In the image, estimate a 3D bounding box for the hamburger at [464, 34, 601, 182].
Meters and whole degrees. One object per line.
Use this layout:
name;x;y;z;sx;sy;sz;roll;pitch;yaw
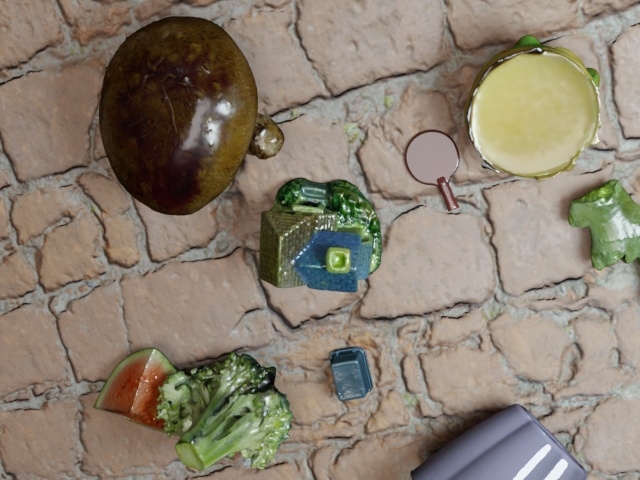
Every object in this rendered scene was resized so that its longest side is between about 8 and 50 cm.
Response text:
hamburger;0.355;-0.225;1.307;0.237;0.149;0.237;5;112;11

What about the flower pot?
flower pot;0.340;0.441;1.431;0.265;0.265;0.243;44;92;-2

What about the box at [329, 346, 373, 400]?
box;0.057;0.264;1.521;0.074;0.054;0.099;-11;101;14

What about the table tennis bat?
table tennis bat;0.213;-0.126;1.422;0.098;0.019;0.155;-23;96;14

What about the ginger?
ginger;0.554;0.017;1.363;0.290;0.089;0.137;37;88;-5

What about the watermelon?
watermelon;-0.346;0.324;1.593;0.193;0.137;0.145;-44;128;16

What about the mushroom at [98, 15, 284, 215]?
mushroom;-0.258;-0.225;1.386;0.345;0.239;0.345;-3;77;12

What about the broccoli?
broccoli;-0.191;0.331;1.482;0.263;0.243;0.247;40;120;5

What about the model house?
model house;0.000;0.000;1.403;0.214;0.189;0.195;10;107;9
